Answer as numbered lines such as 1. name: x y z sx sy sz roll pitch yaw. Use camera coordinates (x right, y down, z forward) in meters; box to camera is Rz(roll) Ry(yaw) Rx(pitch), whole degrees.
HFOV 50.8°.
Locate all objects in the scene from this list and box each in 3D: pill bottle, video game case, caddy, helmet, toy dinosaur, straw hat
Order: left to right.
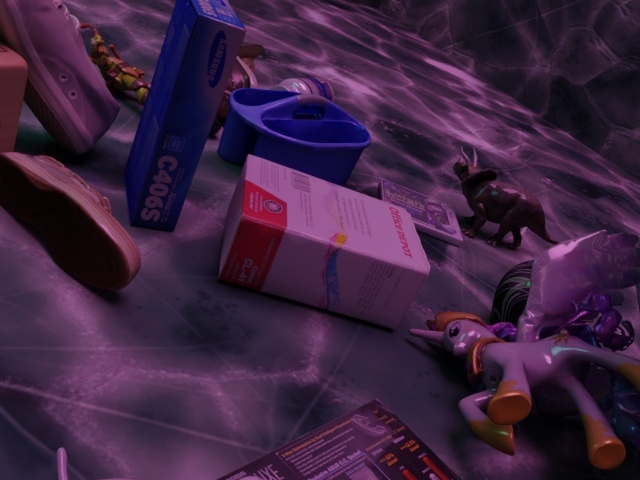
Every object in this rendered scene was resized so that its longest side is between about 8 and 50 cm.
1. straw hat: -0.216 -0.481 1.848 0.144 0.144 0.061 -14 84 -50
2. caddy: -0.050 -0.226 1.416 0.341 0.179 0.241 -10 44 -48
3. pill bottle: -0.055 -0.359 1.716 0.112 0.112 0.187 34 29 18
4. video game case: 0.223 -0.066 1.522 0.190 0.022 0.173 20 27 -8
5. toy dinosaur: 0.420 -0.071 1.539 0.314 0.160 0.121 30 28 12
6. helmet: 0.393 0.113 1.190 0.169 0.161 0.169 19 28 -11

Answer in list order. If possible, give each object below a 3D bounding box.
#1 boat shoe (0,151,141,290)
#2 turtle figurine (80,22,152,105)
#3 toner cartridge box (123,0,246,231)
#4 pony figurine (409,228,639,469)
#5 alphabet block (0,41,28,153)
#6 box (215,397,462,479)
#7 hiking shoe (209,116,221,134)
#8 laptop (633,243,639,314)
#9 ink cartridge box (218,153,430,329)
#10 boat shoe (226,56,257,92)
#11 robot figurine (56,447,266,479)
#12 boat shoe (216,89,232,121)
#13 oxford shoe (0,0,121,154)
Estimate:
1. boat shoe: -0.339 -0.040 0.937 0.302 0.109 0.098 33 29 27
2. turtle figurine: -0.417 -0.350 1.419 0.217 0.087 0.269 36 0 8
3. toner cartridge box: -0.222 -0.203 1.050 0.075 0.347 0.165 10 31 -28
4. pony figurine: 0.328 0.162 0.944 0.351 0.302 0.363 -7 14 -4
5. alphabet block: -0.570 -0.209 0.957 0.193 0.192 0.197 37 31 20
6. box: 0.037 0.304 0.661 0.242 0.076 0.307 40 31 28
7. hiking shoe: -0.249 -0.341 1.459 0.114 0.086 0.226 -22 82 -17
8. laptop: 0.494 0.076 0.971 0.236 0.408 0.382 10 62 -6
9. ink cartridge box: 0.000 0.000 1.108 0.306 0.131 0.226 19 27 -13
10. boat shoe: -0.276 -0.451 1.703 0.097 0.116 0.324 1 41 -43
11. robot figurine: -0.105 0.297 0.425 0.353 0.199 0.300 37 59 21
12. boat shoe: -0.266 -0.329 1.539 0.224 0.080 0.073 29 -16 -5
13. oxford shoe: -0.449 -0.337 1.039 0.169 0.449 0.130 27 61 38
